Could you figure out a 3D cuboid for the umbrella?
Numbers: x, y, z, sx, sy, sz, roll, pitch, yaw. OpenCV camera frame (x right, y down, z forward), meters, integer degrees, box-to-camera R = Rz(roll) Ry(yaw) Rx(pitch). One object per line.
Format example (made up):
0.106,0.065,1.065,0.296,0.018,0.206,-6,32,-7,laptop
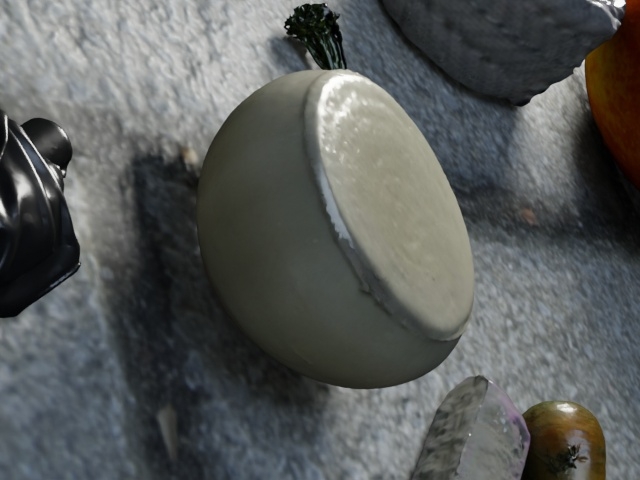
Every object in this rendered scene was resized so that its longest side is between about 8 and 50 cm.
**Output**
-0.224,0.005,0.689,0.122,0.110,0.272,22,34,15,umbrella

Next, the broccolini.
0.030,-0.110,1.104,0.218,0.044,0.042,65,23,6,broccolini

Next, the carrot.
0.198,0.267,0.967,0.078,0.078,0.298,20,53,-36,carrot

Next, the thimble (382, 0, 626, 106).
0.182,-0.270,1.279,0.245,0.157,0.217,47,39,-10,thimble

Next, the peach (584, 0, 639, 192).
0.470,-0.175,1.362,0.370,0.370,0.370,27,45,-31,peach

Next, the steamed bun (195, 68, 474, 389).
0.000,0.000,0.892,0.232,0.145,0.231,41,36,-39,steamed bun

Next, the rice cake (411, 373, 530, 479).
0.081,0.240,0.861,0.070,0.064,0.399,48,38,-18,rice cake
